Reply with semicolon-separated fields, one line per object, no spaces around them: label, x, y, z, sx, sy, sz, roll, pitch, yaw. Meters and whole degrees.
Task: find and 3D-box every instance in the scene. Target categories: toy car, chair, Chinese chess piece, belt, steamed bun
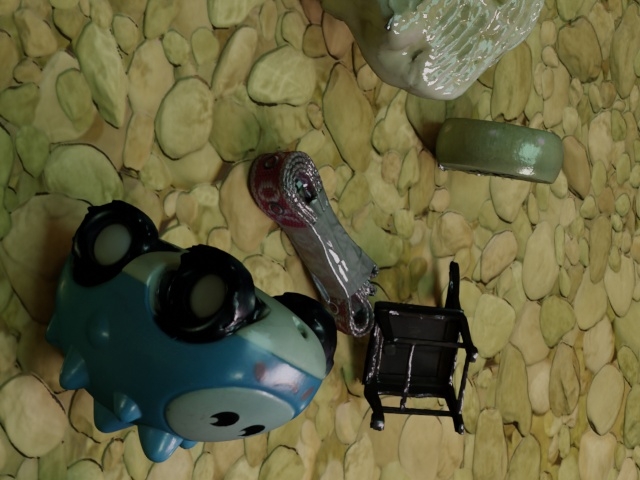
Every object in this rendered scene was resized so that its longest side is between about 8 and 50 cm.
toy car;-0.123;0.092;1.590;0.188;0.255;0.190;32;84;-55
chair;0.105;0.107;2.013;0.229;0.113;0.106;-100;-163;-64
Chinese chess piece;0.200;-0.098;2.079;0.144;0.144;0.059;9;90;-53
belt;0.000;0.000;1.896;0.071;0.053;0.232;-59;135;-36
steamed bun;0.108;-0.323;1.891;0.275;0.206;0.320;12;110;-43
